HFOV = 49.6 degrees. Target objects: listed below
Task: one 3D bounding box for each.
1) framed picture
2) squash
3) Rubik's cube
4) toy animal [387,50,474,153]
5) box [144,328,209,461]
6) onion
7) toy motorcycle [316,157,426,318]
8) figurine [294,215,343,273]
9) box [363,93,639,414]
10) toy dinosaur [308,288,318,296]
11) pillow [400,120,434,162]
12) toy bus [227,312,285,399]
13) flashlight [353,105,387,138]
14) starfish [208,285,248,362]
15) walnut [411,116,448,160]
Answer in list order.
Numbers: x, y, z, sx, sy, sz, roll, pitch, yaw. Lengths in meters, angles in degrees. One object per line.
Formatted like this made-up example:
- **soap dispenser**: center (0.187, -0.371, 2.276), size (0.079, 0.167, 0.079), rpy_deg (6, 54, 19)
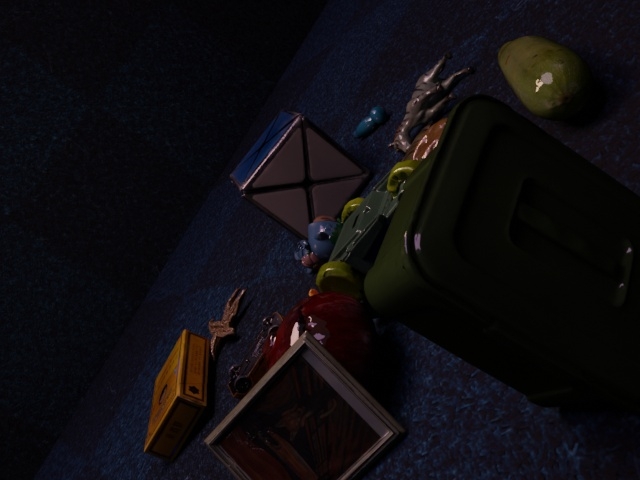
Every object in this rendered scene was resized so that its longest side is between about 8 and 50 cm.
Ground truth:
- **framed picture**: center (-0.033, 0.305, 1.068), size (0.273, 0.216, 0.016), rpy_deg (-49, -10, 17)
- **squash**: center (0.388, -0.305, 1.234), size (0.118, 0.118, 0.370), rpy_deg (-47, 17, 21)
- **Rubik's cube**: center (-0.058, -0.168, 1.815), size (0.260, 0.255, 0.259), rpy_deg (-50, 19, 5)
- **toy animal**: center (0.253, -0.324, 1.611), size (0.255, 0.090, 0.170), rpy_deg (-56, 16, -14)
- **box**: center (-0.368, 0.395, 1.800), size (0.193, 0.084, 0.301), rpy_deg (-59, 18, 17)
- **onion**: center (-0.005, 0.206, 1.172), size (0.246, 0.190, 0.246), rpy_deg (-159, 90, -79)
- **toy motorcycle**: center (0.145, -0.006, 1.197), size (0.326, 0.200, 0.191), rpy_deg (-46, 17, 51)
- **figurine**: center (0.004, 0.000, 1.626), size (0.178, 0.114, 0.144), rpy_deg (-45, 18, 47)
- **box**: center (0.223, 0.033, 0.770), size (0.178, 0.328, 0.253), rpy_deg (-46, 16, 58)
- **toy dinosaur**: center (-0.017, 0.196, 1.401), size (0.288, 0.070, 0.117), rpy_deg (-60, 20, -3)
- **pillow**: center (0.171, -0.111, 1.414), size (0.208, 0.052, 0.212), rpy_deg (108, -174, -56)
- **toy bus**: center (-0.119, 0.256, 1.498), size (0.194, 0.088, 0.083), rpy_deg (-56, 20, 0)
- **flashlight**: center (0.136, -0.326, 1.931), size (0.129, 0.051, 0.051), rpy_deg (-37, 26, 44)
- **starfish**: center (-0.266, 0.231, 1.937), size (0.240, 0.043, 0.227), rpy_deg (-7, 51, 62)
- **walnut**: center (0.242, -0.143, 1.262), size (0.166, 0.149, 0.166), rpy_deg (23, -90, -78)
